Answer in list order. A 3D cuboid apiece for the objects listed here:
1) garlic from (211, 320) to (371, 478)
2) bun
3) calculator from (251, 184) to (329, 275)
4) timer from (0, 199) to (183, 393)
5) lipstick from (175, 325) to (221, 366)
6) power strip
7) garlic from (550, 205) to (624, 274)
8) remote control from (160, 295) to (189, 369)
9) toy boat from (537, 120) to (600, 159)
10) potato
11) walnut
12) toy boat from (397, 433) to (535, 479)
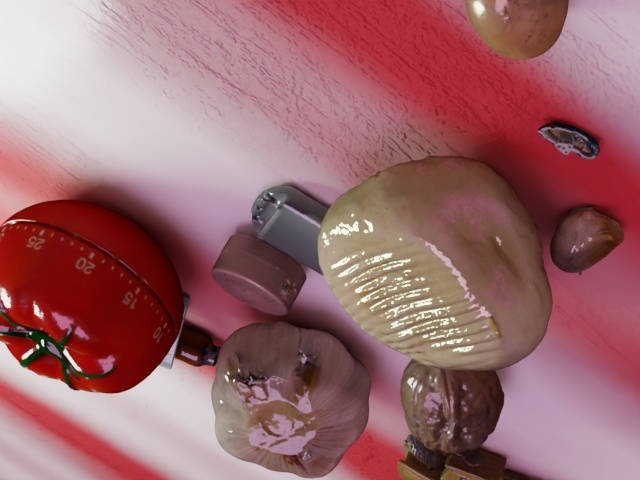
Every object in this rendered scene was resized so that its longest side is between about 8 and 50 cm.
[{"bbox_3d":[-0.055,0.290,2.107,0.322,0.241,0.322,21,135,22],"label":"garlic"},{"bbox_3d":[0.175,0.028,1.614,0.361,0.213,0.361,31,147,23],"label":"bun"},{"bbox_3d":[0.000,0.000,1.839,0.246,0.045,0.141,31,147,-6],"label":"calculator"},{"bbox_3d":[-0.431,0.099,2.064,0.378,0.279,0.378,20,149,13],"label":"timer"},{"bbox_3d":[-0.397,0.156,2.305,0.418,0.077,0.077,22,147,5],"label":"lipstick"},{"bbox_3d":[-0.102,0.059,1.938,0.154,0.078,0.154,25,160,10],"label":"power strip"},{"bbox_3d":[0.356,0.012,1.589,0.084,0.066,0.152,27,145,-4],"label":"garlic"},{"bbox_3d":[-0.299,0.172,2.235,0.061,0.029,0.162,20,110,5],"label":"remote control"},{"bbox_3d":[0.314,-0.125,1.457,0.083,0.038,0.038,24,147,2],"label":"toy boat"},{"bbox_3d":[0.214,-0.263,1.277,0.112,0.112,0.147,4,148,30],"label":"potato"},{"bbox_3d":[0.222,0.260,1.947,0.178,0.178,0.230,10,140,24],"label":"walnut"},{"bbox_3d":[0.306,0.461,2.233,0.321,0.089,0.121,17,134,15],"label":"toy boat"}]
